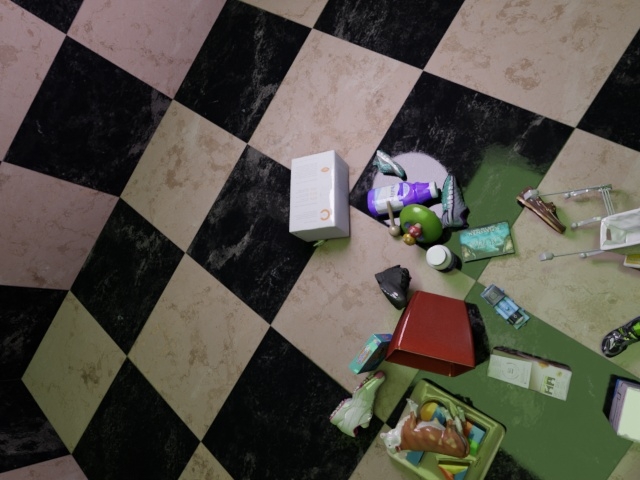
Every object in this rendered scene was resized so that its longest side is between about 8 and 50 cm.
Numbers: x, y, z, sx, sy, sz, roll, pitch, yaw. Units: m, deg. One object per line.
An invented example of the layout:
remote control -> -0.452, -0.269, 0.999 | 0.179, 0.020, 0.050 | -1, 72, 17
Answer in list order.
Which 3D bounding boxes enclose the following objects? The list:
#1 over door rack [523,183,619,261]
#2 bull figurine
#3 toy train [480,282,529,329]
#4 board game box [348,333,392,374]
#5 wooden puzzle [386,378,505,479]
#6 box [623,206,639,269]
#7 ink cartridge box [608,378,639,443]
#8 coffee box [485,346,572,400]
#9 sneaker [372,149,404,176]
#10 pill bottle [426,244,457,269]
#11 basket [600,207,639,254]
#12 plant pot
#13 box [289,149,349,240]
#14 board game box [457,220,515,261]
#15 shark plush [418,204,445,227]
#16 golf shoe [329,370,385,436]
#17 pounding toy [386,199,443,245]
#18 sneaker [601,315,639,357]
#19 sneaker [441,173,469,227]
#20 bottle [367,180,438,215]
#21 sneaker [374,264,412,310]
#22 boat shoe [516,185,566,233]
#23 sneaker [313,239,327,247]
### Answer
over door rack -> 0.850, -0.060, 1.522 | 0.324, 0.108, 0.240 | -6, 76, -9
bull figurine -> 0.368, 0.670, 1.590 | 0.310, 0.101, 0.189 | -1, 80, 23
toy train -> 0.659, 0.236, 1.613 | 0.080, 0.105, 0.184 | -47, 64, 12
board game box -> 0.208, 0.437, 1.744 | 0.047, 0.210, 0.160 | 40, 98, 27
wooden puzzle -> 0.442, 0.735, 1.642 | 0.347, 0.080, 0.322 | 26, 93, 28
box -> 1.070, 0.004, 1.425 | 0.114, 0.103, 0.203 | 18, 88, -17
ink cartridge box -> 0.944, 0.512, 1.360 | 0.085, 0.203, 0.148 | 13, 86, 28
coffee box -> 0.706, 0.446, 1.530 | 0.246, 0.141, 0.098 | 12, 86, 28
sneaker -> 0.291, -0.315, 1.940 | 0.166, 0.065, 0.076 | 48, 119, 29
pill bottle -> 0.457, 0.069, 1.710 | 0.094, 0.169, 0.094 | -6, 78, 26
basket -> 0.972, -0.022, 1.384 | 0.103, 0.167, 0.113 | 17, 74, -15
plant pot -> 0.399, 0.331, 1.624 | 0.267, 0.267, 0.236 | 13, 67, 5
box -> -0.001, -0.189, 1.979 | 0.215, 0.168, 0.346 | -7, 72, 25
board game box -> 0.630, 0.005, 1.716 | 0.186, 0.026, 0.126 | -14, 74, 24
shark plush -> 0.445, -0.092, 1.832 | 0.067, 0.073, 0.161 | -37, 43, -5
golf shoe -> 0.174, 0.650, 1.790 | 0.140, 0.115, 0.306 | 43, 107, 16
pounding toy -> 0.349, -0.044, 1.768 | 0.236, 0.183, 0.110 | 16, 51, 36
sneaker -> 0.987, 0.305, 1.449 | 0.188, 0.078, 0.067 | -44, 64, 14
sneaker -> 0.537, -0.154, 1.783 | 0.098, 0.083, 0.224 | 9, 74, -6
bottle -> 0.338, -0.181, 1.858 | 0.282, 0.092, 0.118 | -10, 58, 25
sneaker -> 0.294, 0.164, 1.738 | 0.130, 0.286, 0.109 | -35, 109, 7
boat shoe -> 0.807, -0.114, 1.622 | 0.073, 0.073, 0.207 | -46, 64, 14
sneaker -> 0.000, 0.000, 2.038 | 0.083, 0.031, 0.035 | -34, 57, 10
